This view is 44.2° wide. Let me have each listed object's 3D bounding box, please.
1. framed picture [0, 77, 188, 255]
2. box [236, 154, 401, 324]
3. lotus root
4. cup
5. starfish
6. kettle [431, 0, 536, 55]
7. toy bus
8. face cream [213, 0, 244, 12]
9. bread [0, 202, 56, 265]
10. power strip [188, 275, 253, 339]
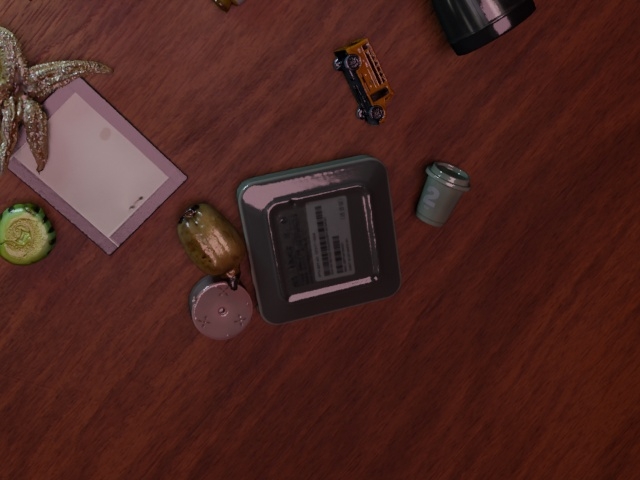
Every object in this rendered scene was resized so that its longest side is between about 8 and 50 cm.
[{"bbox_3d":[-0.511,-0.166,1.771,0.265,0.016,0.347,-46,111,2],"label":"framed picture"},{"bbox_3d":[0.000,0.000,1.912,0.373,0.090,0.367,-14,108,-11],"label":"box"},{"bbox_3d":[-0.245,0.014,1.833,0.125,0.118,0.221,-33,104,7],"label":"lotus root"},{"bbox_3d":[0.296,-0.112,1.950,0.120,0.120,0.141,15,116,-18],"label":"cup"},{"bbox_3d":[-0.625,-0.275,1.659,0.301,0.084,0.294,16,92,-30],"label":"starfish"},{"bbox_3d":[0.347,-0.595,1.770,0.250,0.207,0.271,-34,104,5],"label":"kettle"},{"bbox_3d":[0.109,-0.366,1.833,0.088,0.083,0.195,-32,110,-14],"label":"toy bus"},{"bbox_3d":[-0.164,-0.580,1.718,0.072,0.051,0.182,39,93,-22],"label":"face cream"},{"bbox_3d":[-0.655,-0.015,1.748,0.130,0.071,0.139,-18,111,-6],"label":"bread"},{"bbox_3d":[-0.239,0.160,1.903,0.154,0.078,0.154,-4,105,-16],"label":"power strip"}]
